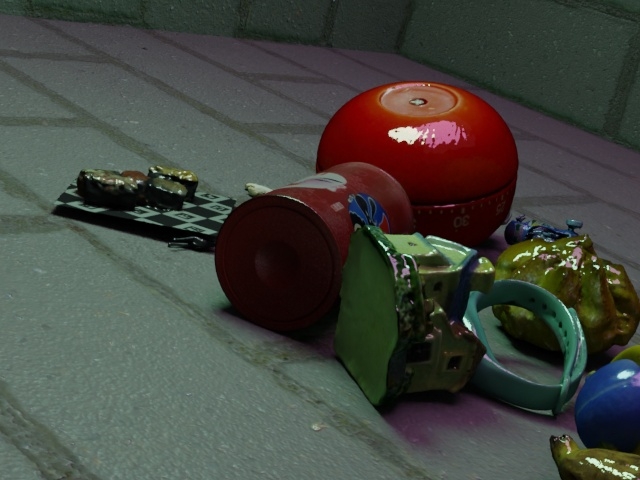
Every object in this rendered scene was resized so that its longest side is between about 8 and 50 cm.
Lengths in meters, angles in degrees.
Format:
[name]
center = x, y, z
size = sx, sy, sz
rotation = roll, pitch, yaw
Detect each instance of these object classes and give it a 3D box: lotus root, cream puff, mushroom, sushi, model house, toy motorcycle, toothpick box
[lotus root]
center = 0.354, 0.293, 1.416
size = 0.191, 0.094, 0.108
rotation = 16, -3, 31
[cream puff]
center = 0.395, 0.093, 1.929
size = 0.244, 0.196, 0.244
rotation = -14, 12, 3
[mushroom]
center = -0.114, -0.092, 2.318
size = 0.049, 0.019, 0.101
rotation = 2, 19, -37
[sushi]
center = -0.291, -0.093, 2.067
size = 0.292, 0.059, 0.294
rotation = 11, 14, -3
[model house]
center = 0.143, 0.096, 1.601
size = 0.189, 0.214, 0.195
rotation = -1, 22, -24
[toy motorcycle]
center = 0.453, -0.006, 2.404
size = 0.136, 0.092, 0.254
rotation = 13, 7, 24
[toothpick box]
center = 0.000, 0.000, 1.831
size = 0.204, 0.204, 0.333
rotation = 20, 19, 16

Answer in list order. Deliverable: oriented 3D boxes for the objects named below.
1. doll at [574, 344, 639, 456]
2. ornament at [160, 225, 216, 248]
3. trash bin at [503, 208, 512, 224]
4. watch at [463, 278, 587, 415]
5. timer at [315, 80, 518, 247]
[doll]
center = 0.457, 0.207, 1.477
size = 0.243, 0.311, 0.159
rotation = 20, 44, -9
[ornament]
center = -0.198, -0.003, 1.968
size = 0.125, 0.028, 0.073
rotation = 4, 21, -26
[trash bin]
center = 0.314, -0.056, 2.406
size = 0.130, 0.059, 0.116
rotation = -8, 11, 19
[watch]
center = 0.291, 0.153, 1.731
size = 0.195, 0.068, 0.237
rotation = 2, 38, -12
[timer]
center = 0.179, -0.140, 2.224
size = 0.378, 0.279, 0.378
rotation = 1, 29, -1
